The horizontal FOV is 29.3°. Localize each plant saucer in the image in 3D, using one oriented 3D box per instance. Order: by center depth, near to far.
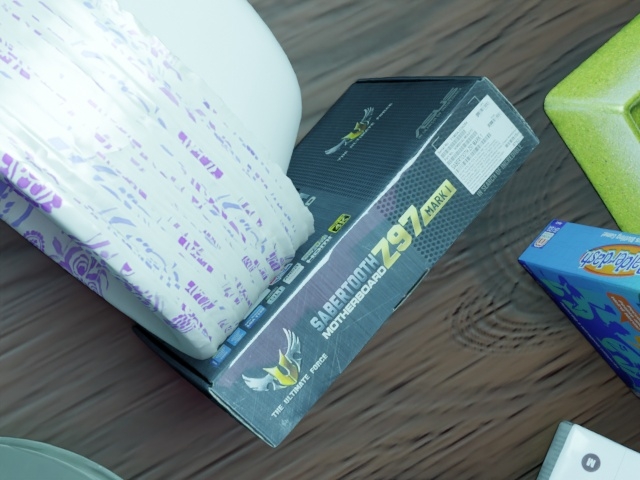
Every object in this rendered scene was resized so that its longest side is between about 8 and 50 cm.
[{"bbox_3d":[0.288,-0.087,0.919,0.188,0.045,0.188,-41,109,-12],"label":"plant saucer"}]

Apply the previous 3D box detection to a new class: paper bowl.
[{"bbox_3d":[-0.124,-0.079,0.630,0.284,0.284,0.148,43,79,-20],"label":"paper bowl"}]

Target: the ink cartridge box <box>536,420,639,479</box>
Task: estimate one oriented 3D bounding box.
[{"bbox_3d":[0.238,0.277,0.898,0.223,0.045,0.224,23,87,2],"label":"ink cartridge box"}]

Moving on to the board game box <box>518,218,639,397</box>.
[{"bbox_3d":[0.246,0.064,0.832,0.047,0.210,0.160,-47,109,-11],"label":"board game box"}]

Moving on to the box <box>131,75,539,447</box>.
[{"bbox_3d":[0.000,0.000,0.742,0.232,0.183,0.059,-48,109,-9],"label":"box"}]

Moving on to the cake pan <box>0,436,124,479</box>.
[{"bbox_3d":[-0.201,0.238,0.673,0.293,0.054,0.293,3,60,-6],"label":"cake pan"}]
